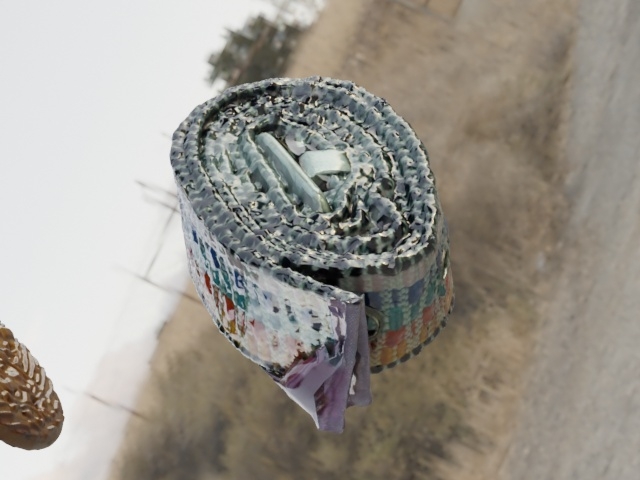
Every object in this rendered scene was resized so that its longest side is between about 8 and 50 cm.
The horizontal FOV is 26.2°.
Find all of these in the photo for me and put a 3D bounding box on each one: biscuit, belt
[{"bbox_3d":[-0.299,0.110,1.230,0.027,0.188,0.188,-41,0,8],"label":"biscuit"},{"bbox_3d":[0.000,0.000,1.133,0.206,0.295,0.160,-26,-44,-21],"label":"belt"}]
